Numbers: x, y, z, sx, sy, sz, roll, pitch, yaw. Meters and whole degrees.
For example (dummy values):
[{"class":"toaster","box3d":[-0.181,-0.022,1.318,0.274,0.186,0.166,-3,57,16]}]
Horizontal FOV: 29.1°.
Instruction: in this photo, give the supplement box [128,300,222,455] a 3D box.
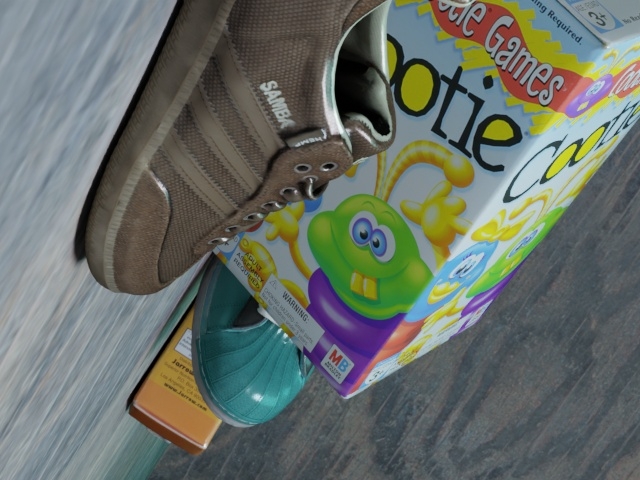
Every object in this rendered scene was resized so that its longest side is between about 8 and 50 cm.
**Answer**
[{"class":"supplement box","box3d":[-0.074,0.069,1.082,0.233,0.080,0.078,-60,-178,-18]}]

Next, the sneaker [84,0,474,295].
[{"class":"sneaker","box3d":[-0.018,-0.032,0.384,0.066,0.071,0.188,-57,179,-45]}]

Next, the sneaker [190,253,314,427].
[{"class":"sneaker","box3d":[0.000,0.000,0.946,0.121,0.108,0.302,-25,-145,53]}]

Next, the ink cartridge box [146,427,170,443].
[{"class":"ink cartridge box","box3d":[-0.114,0.106,1.380,0.206,0.045,0.208,-57,178,-31]}]

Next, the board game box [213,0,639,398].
[{"class":"board game box","box3d":[0.070,-0.064,0.691,0.144,0.142,0.275,-25,155,-44]}]
